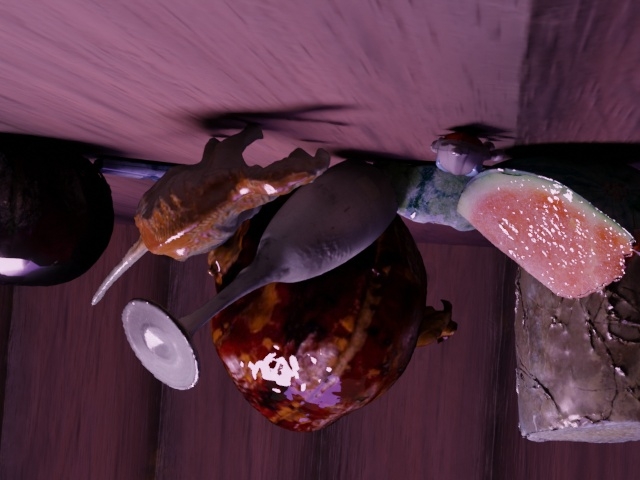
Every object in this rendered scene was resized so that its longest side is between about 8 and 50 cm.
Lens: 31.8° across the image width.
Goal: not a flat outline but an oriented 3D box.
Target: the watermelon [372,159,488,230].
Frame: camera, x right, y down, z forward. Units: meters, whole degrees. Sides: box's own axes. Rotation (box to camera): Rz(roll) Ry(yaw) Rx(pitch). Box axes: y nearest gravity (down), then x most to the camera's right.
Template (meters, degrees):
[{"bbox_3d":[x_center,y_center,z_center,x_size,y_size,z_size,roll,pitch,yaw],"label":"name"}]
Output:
[{"bbox_3d":[0.135,-0.048,1.243,0.187,0.071,0.139,4,-178,-8],"label":"watermelon"}]

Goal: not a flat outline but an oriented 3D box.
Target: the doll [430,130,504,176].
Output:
[{"bbox_3d":[0.117,-0.072,0.939,0.057,0.039,0.114,37,-165,8],"label":"doll"}]

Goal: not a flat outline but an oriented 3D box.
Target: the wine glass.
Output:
[{"bbox_3d":[0.000,0.000,1.036,0.309,0.096,0.264,-36,-173,-37],"label":"wine glass"}]

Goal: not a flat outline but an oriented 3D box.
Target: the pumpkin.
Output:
[{"bbox_3d":[-0.347,-0.031,1.273,0.233,0.163,0.233,6,178,0],"label":"pumpkin"}]

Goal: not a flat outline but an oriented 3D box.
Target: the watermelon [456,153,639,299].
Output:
[{"bbox_3d":[0.216,-0.041,1.037,0.146,0.128,0.231,31,161,-2],"label":"watermelon"}]

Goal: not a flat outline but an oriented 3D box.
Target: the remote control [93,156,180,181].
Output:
[{"bbox_3d":[-0.203,-0.084,1.393,0.152,0.027,0.043,7,-179,-25],"label":"remote control"}]

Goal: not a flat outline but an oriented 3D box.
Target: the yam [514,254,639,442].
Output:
[{"bbox_3d":[0.371,0.110,1.507,0.241,0.348,0.241,-3,176,0],"label":"yam"}]

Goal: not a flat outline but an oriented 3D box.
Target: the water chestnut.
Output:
[{"bbox_3d":[0.025,0.088,1.472,0.347,0.335,0.335,24,169,-26],"label":"water chestnut"}]

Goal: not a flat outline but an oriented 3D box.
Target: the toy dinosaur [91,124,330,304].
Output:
[{"bbox_3d":[-0.112,-0.031,1.029,0.393,0.092,0.205,-23,-165,36],"label":"toy dinosaur"}]
